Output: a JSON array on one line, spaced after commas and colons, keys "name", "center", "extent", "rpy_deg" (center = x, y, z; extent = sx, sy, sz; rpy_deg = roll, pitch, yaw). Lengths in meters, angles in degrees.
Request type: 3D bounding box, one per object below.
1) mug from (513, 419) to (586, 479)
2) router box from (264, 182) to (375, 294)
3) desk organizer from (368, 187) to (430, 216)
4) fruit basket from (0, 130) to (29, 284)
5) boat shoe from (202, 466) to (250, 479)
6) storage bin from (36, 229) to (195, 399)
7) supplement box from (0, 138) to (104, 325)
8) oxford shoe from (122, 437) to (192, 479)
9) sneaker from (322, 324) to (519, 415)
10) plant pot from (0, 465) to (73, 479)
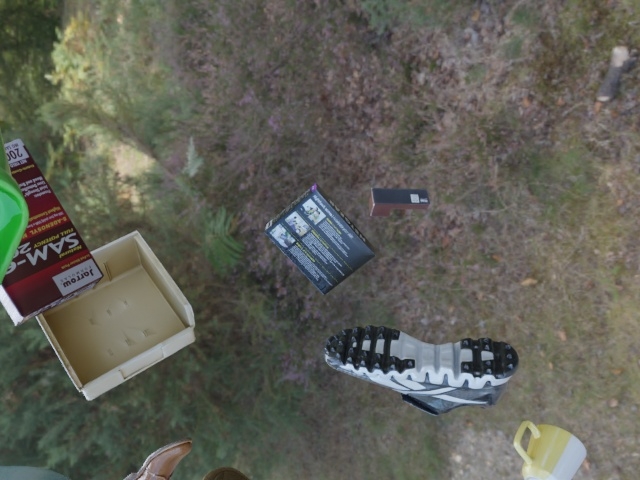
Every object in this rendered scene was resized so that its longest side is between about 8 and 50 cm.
[{"name": "mug", "center": [0.258, 0.255, 0.686], "extent": [0.078, 0.064, 0.062], "rpy_deg": [27, 144, 23]}, {"name": "router box", "center": [0.000, 0.000, 1.141], "extent": [0.133, 0.179, 0.046], "rpy_deg": [-38, 17, 14]}, {"name": "desk organizer", "center": [0.177, -0.085, 1.341], "extent": [0.050, 0.130, 0.047], "rpy_deg": [101, 168, -53]}, {"name": "fruit basket", "center": [-0.373, 0.083, 0.425], "extent": [0.392, 0.283, 0.392], "rpy_deg": [-37, 42, 43]}, {"name": "boat shoe", "center": [-0.107, 0.498, 0.910], "extent": [0.302, 0.109, 0.098], "rpy_deg": [50, 134, 31]}, {"name": "storage bin", "center": [-0.439, 0.154, 1.248], "extent": [0.260, 0.262, 0.123], "rpy_deg": [46, 150, 28]}, {"name": "supplement box", "center": [-0.440, -0.013, 0.862], "extent": [0.073, 0.130, 0.239], "rpy_deg": [-27, 94, 53]}, {"name": "oxford shoe", "center": [-0.319, 0.470, 1.185], "extent": [0.212, 0.076, 0.076], "rpy_deg": [-47, 59, 21]}, {"name": "sneaker", "center": [0.118, 0.169, 0.733], "extent": [0.078, 0.234, 0.106], "rpy_deg": [-71, -19, -52]}, {"name": "plant pot", "center": [-0.611, 0.600, 1.177], "extent": [0.247, 0.252, 0.247], "rpy_deg": [-154, 59, -83]}]
